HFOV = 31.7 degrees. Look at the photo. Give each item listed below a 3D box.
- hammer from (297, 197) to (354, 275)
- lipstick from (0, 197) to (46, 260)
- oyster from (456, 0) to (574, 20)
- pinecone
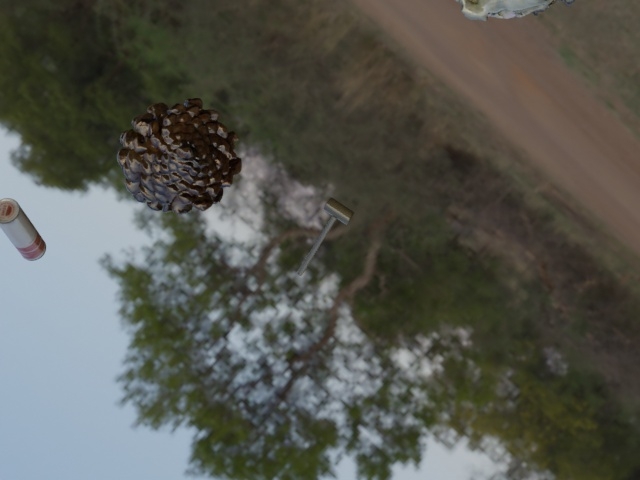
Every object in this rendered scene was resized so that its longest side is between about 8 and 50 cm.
[{"bbox_3d":[0.000,0.000,1.411,0.035,0.110,0.019,33,-162,3],"label":"hammer"},{"bbox_3d":[-0.409,-0.014,1.533,0.038,0.038,0.131,43,165,18],"label":"lipstick"},{"bbox_3d":[0.292,-0.387,1.699,0.191,0.081,0.163,19,151,-14],"label":"oyster"},{"bbox_3d":[-0.220,-0.127,1.727,0.150,0.195,0.179,-43,-68,-55],"label":"pinecone"}]
